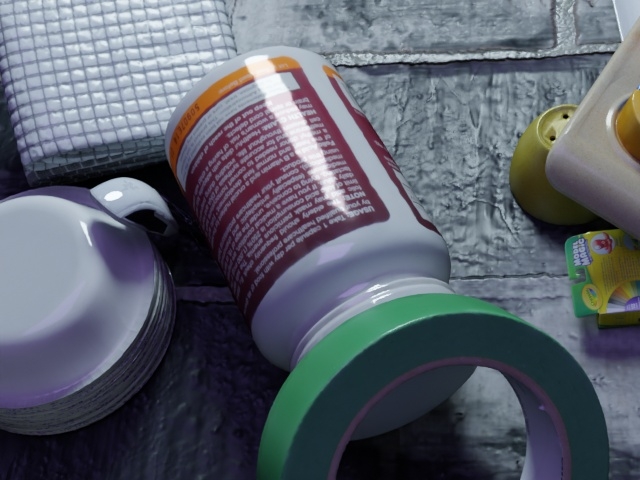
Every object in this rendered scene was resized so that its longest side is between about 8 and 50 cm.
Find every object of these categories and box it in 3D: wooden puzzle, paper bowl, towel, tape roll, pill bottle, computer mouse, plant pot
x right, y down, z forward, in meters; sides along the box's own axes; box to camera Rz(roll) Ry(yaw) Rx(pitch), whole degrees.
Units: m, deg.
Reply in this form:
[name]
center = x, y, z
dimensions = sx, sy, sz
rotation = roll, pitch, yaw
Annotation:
[wooden puzzle]
center = 0.456, -0.124, 1.298
dimensions = 0.322, 0.080, 0.348
rotation = 33, 66, 9
[paper bowl]
center = -0.317, 0.065, 1.374
dimensions = 0.284, 0.148, 0.284
rotation = -5, 60, 9
[towel]
center = -0.240, -0.201, 1.470
dimensions = 0.284, 0.121, 0.235
rotation = -12, 72, -13
[tape roll]
center = 0.105, 0.212, 1.111
dimensions = 0.321, 0.321, 0.077
rotation = -36, 19, -10
[pill bottle]
center = 0.000, 0.000, 1.299
dimensions = 0.224, 0.224, 0.392
rotation = -26, 58, -4
[computer mouse]
center = -0.187, -0.037, 1.377
dimensions = 0.106, 0.193, 0.042
rotation = 41, 99, 22
[plant pot]
center = 0.278, -0.098, 1.372
dimensions = 0.134, 0.095, 0.134
rotation = -6, 59, 9

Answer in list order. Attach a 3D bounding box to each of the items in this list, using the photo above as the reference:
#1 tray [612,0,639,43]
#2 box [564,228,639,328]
[tray]
center = 0.432, -0.294, 1.493
dimensions = 0.145, 0.030, 0.270
rotation = -8, 59, 8
[box]
center = 0.357, 0.037, 1.307
dimensions = 0.179, 0.043, 0.105
rotation = -5, 59, 6
